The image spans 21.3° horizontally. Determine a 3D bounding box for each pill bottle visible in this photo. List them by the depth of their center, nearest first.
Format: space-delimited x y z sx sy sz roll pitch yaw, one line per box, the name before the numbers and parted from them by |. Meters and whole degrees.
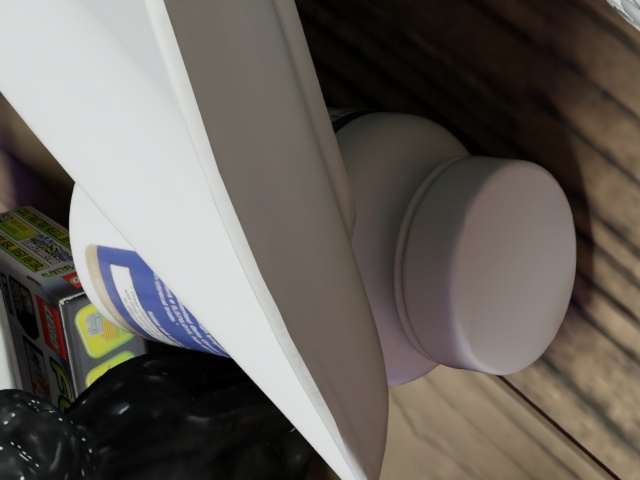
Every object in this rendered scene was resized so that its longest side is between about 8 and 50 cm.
pill bottle | 0.000 0.000 0.594 0.169 0.094 0.094 9 117 41

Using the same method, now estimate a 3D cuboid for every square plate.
square plate | -0.098 -0.118 0.453 0.344 0.049 0.347 47 168 28

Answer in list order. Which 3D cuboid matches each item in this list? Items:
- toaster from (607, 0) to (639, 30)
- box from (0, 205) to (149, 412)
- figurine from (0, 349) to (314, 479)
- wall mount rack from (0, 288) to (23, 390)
toaster | 0.156 -0.107 0.366 0.227 0.129 0.146 22 129 26
box | -0.108 0.098 0.771 0.114 0.036 0.207 28 130 53
figurine | -0.030 0.116 0.587 0.215 0.209 0.092 31 106 28
wall mount rack | -0.203 0.069 0.750 0.304 0.130 0.350 -137 38 -65
